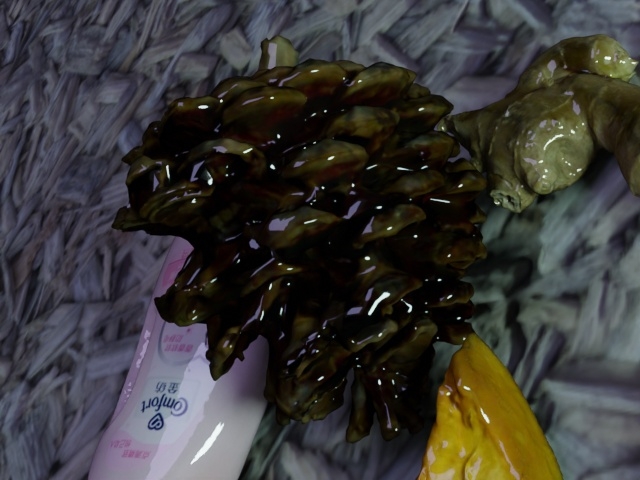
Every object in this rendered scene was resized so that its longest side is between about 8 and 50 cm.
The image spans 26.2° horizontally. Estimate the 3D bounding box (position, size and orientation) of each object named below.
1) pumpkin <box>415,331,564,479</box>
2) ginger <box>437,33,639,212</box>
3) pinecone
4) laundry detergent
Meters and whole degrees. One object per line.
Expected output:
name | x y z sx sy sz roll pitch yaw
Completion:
pumpkin | 0.058 0.226 0.719 0.290 0.095 0.258 -46 36 1
ginger | 0.167 -0.061 0.880 0.133 0.059 0.214 -42 35 5
pinecone | -0.005 -0.007 0.878 0.243 0.243 0.257 -38 49 24
laundry detergent | -0.104 0.132 1.018 0.159 0.088 0.335 -10 54 50
